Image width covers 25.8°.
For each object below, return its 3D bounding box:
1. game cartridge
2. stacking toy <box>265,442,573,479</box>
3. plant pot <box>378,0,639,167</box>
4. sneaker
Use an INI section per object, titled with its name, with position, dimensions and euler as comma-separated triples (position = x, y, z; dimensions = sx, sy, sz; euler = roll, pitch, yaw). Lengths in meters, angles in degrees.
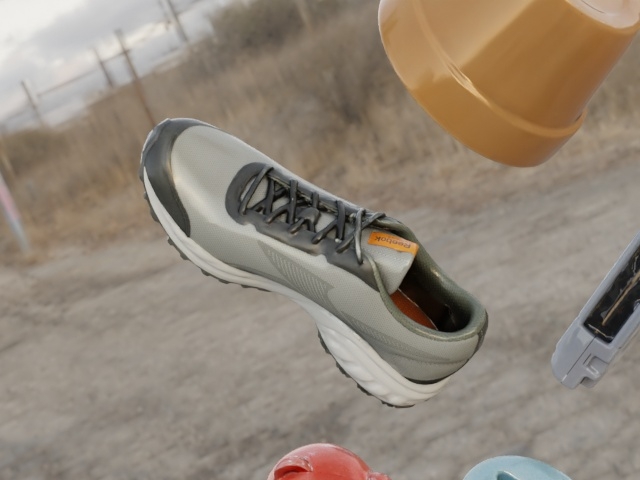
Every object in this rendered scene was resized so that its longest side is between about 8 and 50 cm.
[game cartridge]
position = 0.331, -0.003, 1.292
dimensions = 0.297, 0.062, 0.198
euler = -59, -12, 23
[stacking toy]
position = 0.096, 0.276, 1.029
dimensions = 0.309, 0.279, 0.130
euler = 5, -44, -22
[plant pot]
position = 0.242, -0.260, 1.660
dimensions = 0.203, 0.291, 0.291
euler = -43, -5, 39
[sneaker]
position = 0.000, 0.000, 0.948
dimensions = 0.108, 0.271, 0.100
euler = -43, 13, 50
